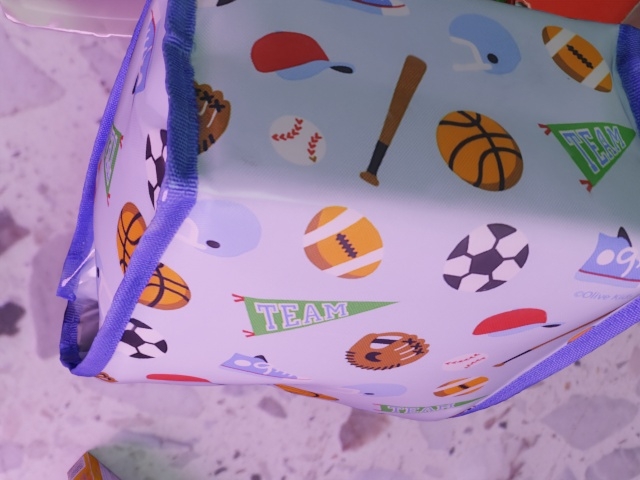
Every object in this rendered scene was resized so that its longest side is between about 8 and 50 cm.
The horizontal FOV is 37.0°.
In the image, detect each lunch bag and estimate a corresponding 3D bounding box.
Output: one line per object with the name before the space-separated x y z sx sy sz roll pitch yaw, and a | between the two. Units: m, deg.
lunch bag | 0.000 0.000 0.669 0.328 0.385 0.239 9 56 -18

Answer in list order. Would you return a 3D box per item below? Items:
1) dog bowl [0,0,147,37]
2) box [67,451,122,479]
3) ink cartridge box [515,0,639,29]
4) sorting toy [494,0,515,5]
dog bowl | -0.166 -0.231 0.586 0.349 0.349 0.102 8 82 -19
box | -0.145 0.233 0.773 0.028 0.081 0.136 -45 107 -8
ink cartridge box | 0.226 -0.120 0.862 0.261 0.066 0.296 43 83 -18
sorting toy | 0.073 -0.212 0.681 0.126 0.365 0.127 2 94 14
